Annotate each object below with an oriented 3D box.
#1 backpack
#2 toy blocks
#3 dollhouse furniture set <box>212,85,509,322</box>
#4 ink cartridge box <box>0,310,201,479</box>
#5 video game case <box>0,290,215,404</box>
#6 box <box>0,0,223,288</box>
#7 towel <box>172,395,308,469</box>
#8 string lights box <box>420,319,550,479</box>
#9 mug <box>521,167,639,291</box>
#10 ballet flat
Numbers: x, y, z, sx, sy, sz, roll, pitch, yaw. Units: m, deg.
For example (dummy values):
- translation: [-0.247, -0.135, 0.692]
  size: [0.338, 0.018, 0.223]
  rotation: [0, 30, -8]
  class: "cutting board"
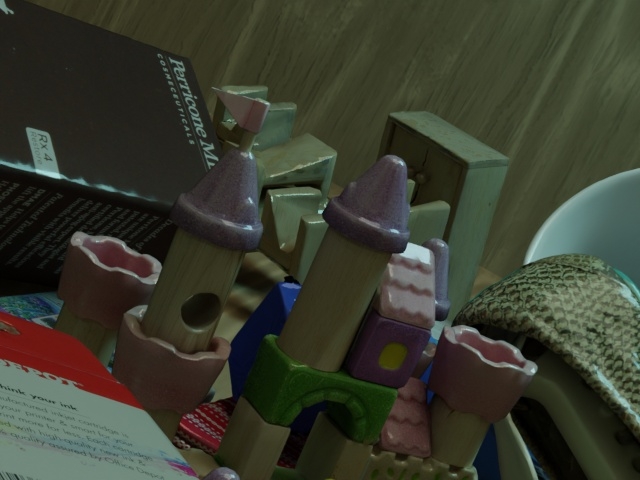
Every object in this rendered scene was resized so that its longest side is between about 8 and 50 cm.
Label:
- translation: [0.001, 0.104, 1.132]
  size: [0.120, 0.098, 0.101]
  rotation: [20, 40, -28]
  class: "backpack"
- translation: [0.017, 0.074, 0.880]
  size: [0.288, 0.260, 0.309]
  rotation: [17, 15, -30]
  class: "toy blocks"
- translation: [0.000, 0.000, 1.732]
  size: [0.394, 0.256, 0.362]
  rotation: [-7, 30, -38]
  class: "dollhouse furniture set"
- translation: [-0.112, 0.097, 0.519]
  size: [0.134, 0.078, 0.231]
  rotation: [24, 9, -38]
  class: "ink cartridge box"
- translation: [-0.170, 0.087, 1.119]
  size: [0.157, 0.019, 0.143]
  rotation: [32, 9, 13]
  class: "video game case"
- translation: [-0.251, -0.081, 1.157]
  size: [0.381, 0.143, 0.191]
  rotation: [14, 47, -50]
  class: "box"
- translation: [0.006, 0.172, 1.144]
  size: [0.199, 0.031, 0.275]
  rotation: [30, 9, 16]
  class: "towel"
- translation: [0.128, 0.164, 1.188]
  size: [0.133, 0.077, 0.260]
  rotation: [30, 18, -43]
  class: "string lights box"
- translation: [0.361, 0.119, 1.315]
  size: [0.276, 0.374, 0.328]
  rotation: [45, -23, 40]
  class: "mug"
- translation: [0.235, 0.228, 0.992]
  size: [0.182, 0.164, 0.483]
  rotation: [-18, 67, -33]
  class: "ballet flat"
